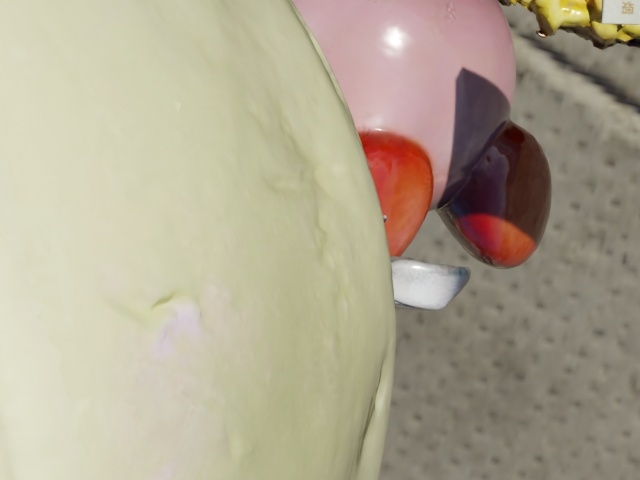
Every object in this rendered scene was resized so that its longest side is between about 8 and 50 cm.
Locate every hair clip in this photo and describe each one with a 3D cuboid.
[{"bbox_3d":[0.000,0.008,1.079,0.146,0.257,0.075,2,81,-3],"label":"hair clip"}]

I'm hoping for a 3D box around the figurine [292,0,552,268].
[{"bbox_3d":[0.056,-0.122,1.551,0.261,0.269,0.211,49,126,32],"label":"figurine"}]

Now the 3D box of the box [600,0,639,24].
[{"bbox_3d":[0.251,-0.171,1.181,0.166,0.024,0.090,2,107,6],"label":"box"}]

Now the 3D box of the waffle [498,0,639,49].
[{"bbox_3d":[0.242,-0.283,1.659,0.261,0.324,0.151,-17,126,-15],"label":"waffle"}]

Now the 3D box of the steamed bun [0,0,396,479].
[{"bbox_3d":[-0.142,0.021,0.755,0.290,0.371,0.456,-15,92,17],"label":"steamed bun"}]
